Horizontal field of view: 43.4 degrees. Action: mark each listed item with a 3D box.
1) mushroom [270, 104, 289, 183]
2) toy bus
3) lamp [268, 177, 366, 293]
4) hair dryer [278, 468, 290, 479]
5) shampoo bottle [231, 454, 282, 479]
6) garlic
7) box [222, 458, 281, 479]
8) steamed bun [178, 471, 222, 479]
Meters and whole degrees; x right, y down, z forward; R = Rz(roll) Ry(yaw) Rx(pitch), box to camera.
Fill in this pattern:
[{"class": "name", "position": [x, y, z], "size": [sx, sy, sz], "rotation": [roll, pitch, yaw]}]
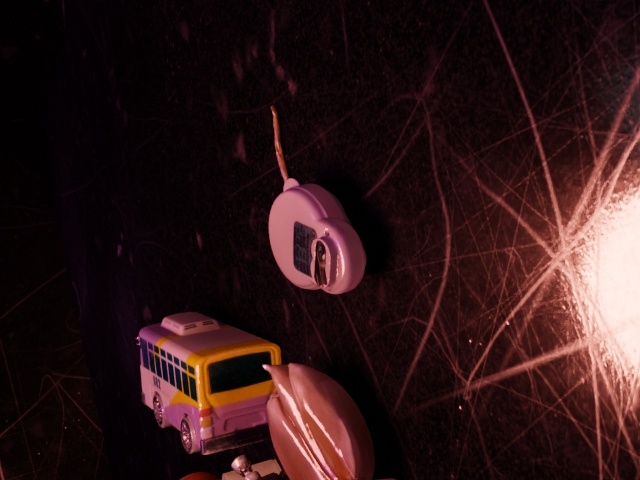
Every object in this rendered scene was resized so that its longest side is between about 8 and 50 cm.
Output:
[{"class": "mushroom", "position": [-0.067, -0.119, 1.544], "size": [0.026, 0.028, 0.286], "rotation": [-18, -79, -75]}, {"class": "toy bus", "position": [-0.266, 0.309, 1.849], "size": [0.440, 0.209, 0.249], "rotation": [8, 104, 61]}, {"class": "lamp", "position": [0.003, 0.000, 1.350], "size": [0.246, 0.108, 0.179], "rotation": [35, 133, 52]}, {"class": "hair dryer", "position": [0.017, 0.542, 1.537], "size": [0.279, 0.090, 0.134], "rotation": [12, 108, 55]}, {"class": "shampoo bottle", "position": [-0.077, 0.539, 1.537], "size": [0.309, 0.071, 0.098], "rotation": [47, 135, 30]}, {"class": "garlic", "position": [0.007, 0.365, 1.435], "size": [0.325, 0.132, 0.279], "rotation": [56, 144, 34]}, {"class": "box", "position": [-0.159, 0.615, 1.832], "size": [0.086, 0.130, 0.225], "rotation": [51, 140, 43]}, {"class": "steamed bun", "position": [-0.351, 0.816, 2.135], "size": [0.235, 0.248, 0.379], "rotation": [51, 141, 45]}]
